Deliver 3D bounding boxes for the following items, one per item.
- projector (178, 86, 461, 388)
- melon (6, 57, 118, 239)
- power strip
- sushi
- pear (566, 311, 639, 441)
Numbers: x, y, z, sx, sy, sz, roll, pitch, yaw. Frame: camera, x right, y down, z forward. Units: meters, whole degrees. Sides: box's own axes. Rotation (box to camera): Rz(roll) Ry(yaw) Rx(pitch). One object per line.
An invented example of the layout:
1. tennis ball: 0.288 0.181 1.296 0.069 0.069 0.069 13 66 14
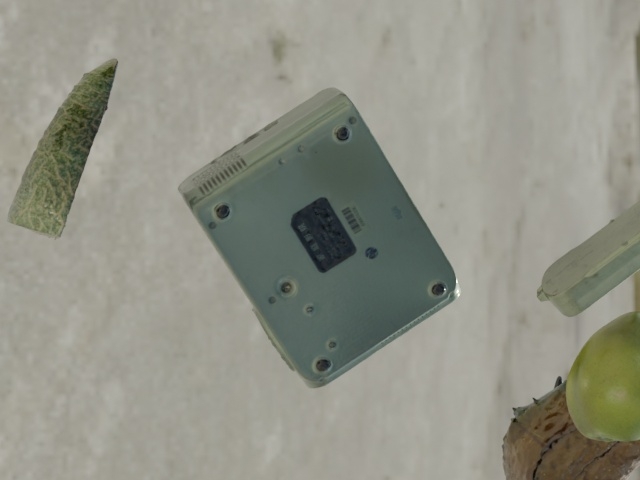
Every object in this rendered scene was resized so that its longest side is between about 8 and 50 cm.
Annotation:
1. projector: 0.000 0.000 1.586 0.250 0.198 0.108 59 -3 -17
2. melon: -0.229 -0.088 1.422 0.098 0.054 0.182 -151 -97 -87
3. power strip: 0.288 -0.011 1.359 0.029 0.227 0.080 49 12 -14
4. sushi: 0.289 0.224 1.775 0.287 0.149 0.140 -56 -173 18
5. pear: 0.220 0.102 1.097 0.097 0.092 0.092 -63 174 24
